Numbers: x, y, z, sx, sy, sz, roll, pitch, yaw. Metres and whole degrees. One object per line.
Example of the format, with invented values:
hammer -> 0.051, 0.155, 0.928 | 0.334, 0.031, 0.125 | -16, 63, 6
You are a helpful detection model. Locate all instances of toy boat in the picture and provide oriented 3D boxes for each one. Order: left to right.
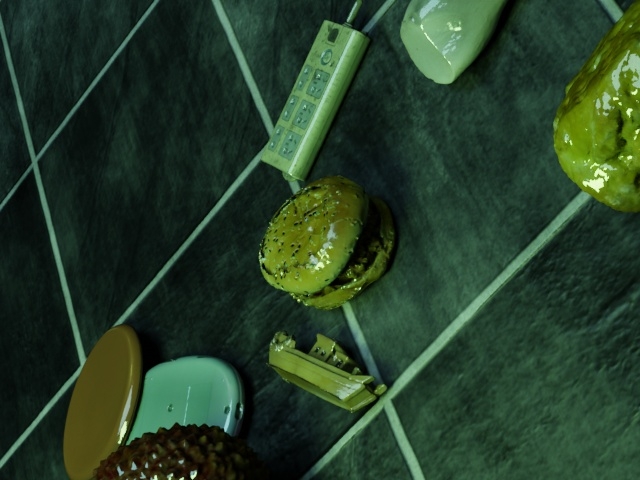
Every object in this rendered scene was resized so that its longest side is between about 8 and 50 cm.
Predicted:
toy boat -> 0.007, 0.156, 1.869 | 0.206, 0.064, 0.072 | 19, 69, 51

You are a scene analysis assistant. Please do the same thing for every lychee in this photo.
lychee -> -0.177, 0.349, 1.850 | 0.267, 0.267, 0.267 | -26, 53, 41

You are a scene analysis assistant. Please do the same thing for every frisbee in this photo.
frisbee -> -0.324, 0.242, 2.227 | 0.251, 0.021, 0.251 | -44, 36, 44

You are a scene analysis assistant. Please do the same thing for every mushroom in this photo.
mushroom -> 0.189, -0.298, 1.853 | 0.225, 0.093, 0.116 | -49, 66, 10

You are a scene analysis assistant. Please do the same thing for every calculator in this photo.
calculator -> -0.203, 0.251, 2.090 | 0.299, 0.041, 0.185 | -14, 62, 48

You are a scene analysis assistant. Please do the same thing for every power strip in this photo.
power strip -> 0.000, -0.208, 2.076 | 0.092, 0.034, 0.268 | 31, 97, 53

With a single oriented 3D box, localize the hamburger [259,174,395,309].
hamburger -> 0.000, 0.000, 1.908 | 0.177, 0.113, 0.185 | -59, 39, 13

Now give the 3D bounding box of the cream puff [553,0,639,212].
cream puff -> 0.337, -0.142, 1.492 | 0.244, 0.244, 0.196 | -41, 76, 31
